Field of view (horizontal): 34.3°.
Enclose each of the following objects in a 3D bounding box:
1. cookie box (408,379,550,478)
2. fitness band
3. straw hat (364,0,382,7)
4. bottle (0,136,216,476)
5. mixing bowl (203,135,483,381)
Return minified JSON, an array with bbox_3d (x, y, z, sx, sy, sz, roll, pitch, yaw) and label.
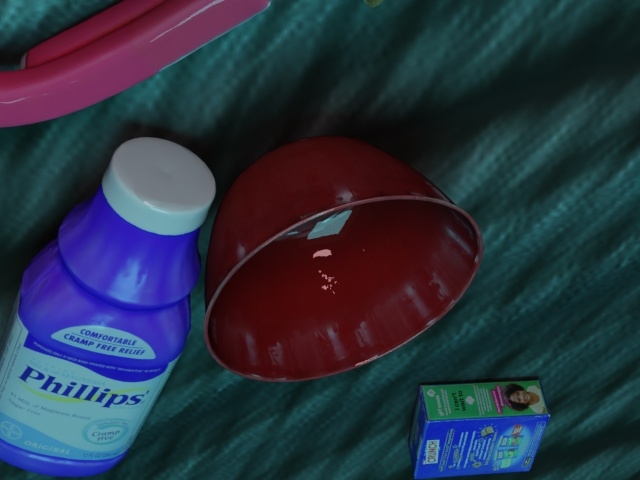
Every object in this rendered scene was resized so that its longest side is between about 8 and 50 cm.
[{"bbox_3d":[0.136,0.165,0.907,0.107,0.040,0.092,-2,136,-7],"label":"cookie box"},{"bbox_3d":[-0.141,-0.170,0.517,0.291,0.054,0.209,-25,131,15],"label":"fitness band"},{"bbox_3d":[0.024,-0.185,0.491,0.061,0.144,0.144,26,134,10],"label":"straw hat"},{"bbox_3d":[-0.150,0.054,0.710,0.118,0.092,0.283,15,131,-20],"label":"bottle"},{"bbox_3d":[0.000,0.000,0.661,0.181,0.098,0.181,-16,144,-12],"label":"mixing bowl"}]
